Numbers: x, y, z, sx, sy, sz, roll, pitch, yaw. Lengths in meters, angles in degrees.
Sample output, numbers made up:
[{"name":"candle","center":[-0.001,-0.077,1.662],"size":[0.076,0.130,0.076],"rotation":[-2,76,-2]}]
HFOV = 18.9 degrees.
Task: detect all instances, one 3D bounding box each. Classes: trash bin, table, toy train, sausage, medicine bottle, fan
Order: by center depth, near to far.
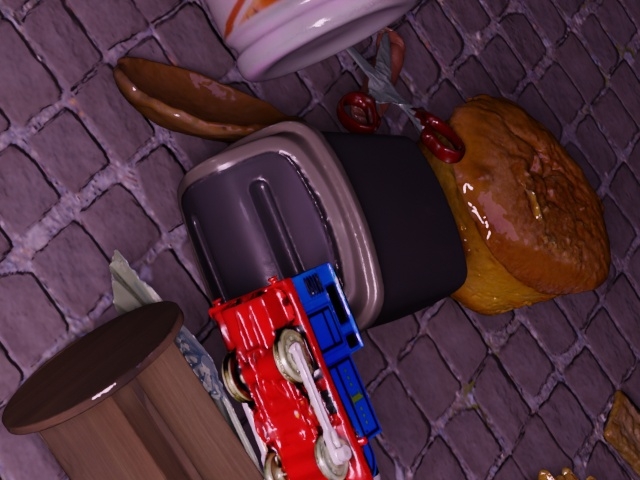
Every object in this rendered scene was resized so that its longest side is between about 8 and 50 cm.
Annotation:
[{"name":"table","center":[-0.125,0.188,1.543],"size":[0.227,0.167,0.167],"rotation":[58,36,-16]},{"name":"toy train","center":[-0.010,0.127,1.579],"size":[0.131,0.082,0.204],"rotation":[-22,91,-62]},{"name":"fan","center":[-0.117,0.114,1.620],"size":[0.009,0.131,0.240],"rotation":[-34,93,-27]},{"name":"trash bin","center":[0.000,0.000,1.793],"size":[0.290,0.182,0.209],"rotation":[-9,73,-58]},{"name":"medicine bottle","center":[-0.054,-0.339,1.923],"size":[0.202,0.202,0.316],"rotation":[-20,84,-54]},{"name":"sausage","center":[0.066,-0.181,2.106],"size":[0.042,0.036,0.158],"rotation":[51,36,-28]}]

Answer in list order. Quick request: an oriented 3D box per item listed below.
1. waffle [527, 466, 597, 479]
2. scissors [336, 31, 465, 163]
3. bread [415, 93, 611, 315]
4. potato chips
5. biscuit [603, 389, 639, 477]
[{"name":"waffle","center":[0.278,0.350,2.006],"size":[0.231,0.051,0.229],"rotation":[25,50,-38]},{"name":"scissors","center":[0.063,-0.167,2.017],"size":[0.144,0.017,0.248],"rotation":[15,31,-24]},{"name":"bread","center":[0.198,-0.040,2.088],"size":[0.268,0.145,0.268],"rotation":[34,40,-35]},{"name":"potato chips","center":[-0.110,-0.122,1.808],"size":[0.150,0.049,0.201],"rotation":[30,13,37]},{"name":"biscuit","center":[0.360,0.225,2.213],"size":[0.083,0.018,0.081],"rotation":[47,39,-19]}]
